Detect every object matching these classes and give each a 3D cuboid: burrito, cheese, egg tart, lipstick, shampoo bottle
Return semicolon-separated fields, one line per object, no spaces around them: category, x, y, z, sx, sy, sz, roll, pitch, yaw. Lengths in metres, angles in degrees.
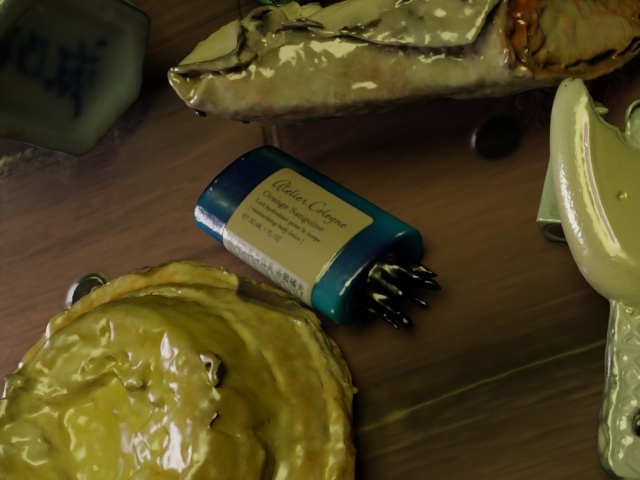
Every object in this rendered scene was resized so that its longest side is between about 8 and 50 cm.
burrito;0.078;-0.140;0.745;0.347;0.107;0.175;-10;25;18
cheese;0.189;0.023;0.654;0.127;0.050;0.235;9;75;1
egg tart;-0.115;0.132;0.717;0.290;0.115;0.290;-10;60;19
lipstick;0.170;-0.063;0.728;0.030;0.030;0.129;5;67;28
shampoo bottle;0.000;0.000;0.762;0.087;0.050;0.183;-41;52;-23

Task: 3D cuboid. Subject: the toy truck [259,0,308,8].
toy truck;-0.096;-0.298;0.902;0.278;0.156;0.155;17;73;33

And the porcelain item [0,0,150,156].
porcelain item;-0.333;-0.220;0.928;0.405;0.242;0.179;30;99;31
